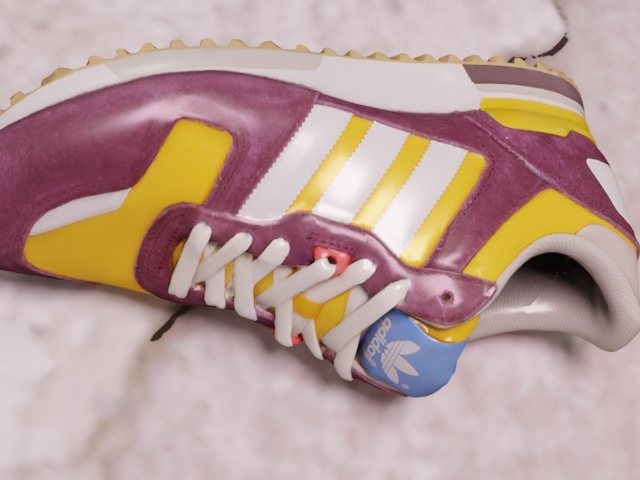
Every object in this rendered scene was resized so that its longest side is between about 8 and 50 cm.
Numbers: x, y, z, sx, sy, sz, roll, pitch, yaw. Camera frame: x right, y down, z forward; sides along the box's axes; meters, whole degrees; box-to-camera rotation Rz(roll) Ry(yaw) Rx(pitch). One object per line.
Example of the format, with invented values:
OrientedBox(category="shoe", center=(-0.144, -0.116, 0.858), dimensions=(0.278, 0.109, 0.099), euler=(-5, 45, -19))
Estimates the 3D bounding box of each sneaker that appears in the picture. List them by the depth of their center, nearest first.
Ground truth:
OrientedBox(category="sneaker", center=(0.000, 0.000, 0.337), dimensions=(0.185, 0.069, 0.084), euler=(-6, 61, -20))
